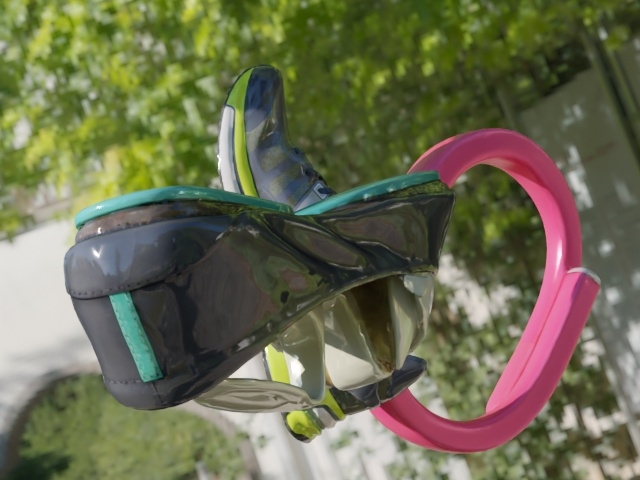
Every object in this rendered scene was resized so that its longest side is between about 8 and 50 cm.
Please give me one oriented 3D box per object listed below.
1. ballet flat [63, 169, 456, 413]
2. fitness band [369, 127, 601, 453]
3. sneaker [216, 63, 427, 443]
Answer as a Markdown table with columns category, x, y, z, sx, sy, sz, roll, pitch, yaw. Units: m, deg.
| category | x | y | z | sx | sy | sz | roll | pitch | yaw |
| --- | --- | --- | --- | --- | --- | --- | --- | --- | --- |
| ballet flat | -0.007 | 0.017 | 0.473 | 0.074 | 0.074 | 0.203 | -24 | -7 | 26 |
| fitness band | 0.132 | 0.042 | 1.280 | 0.054 | 0.209 | 0.291 | -10 | 46 | 55 |
| sneaker | 0.000 | 0.000 | 1.173 | 0.121 | 0.300 | 0.111 | -16 | -13 | 4 |
